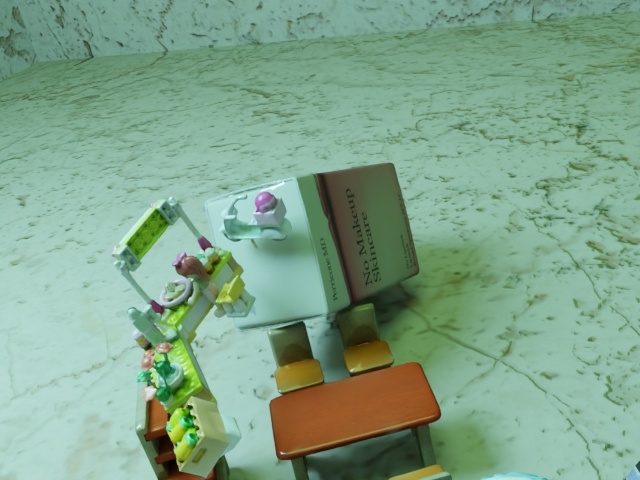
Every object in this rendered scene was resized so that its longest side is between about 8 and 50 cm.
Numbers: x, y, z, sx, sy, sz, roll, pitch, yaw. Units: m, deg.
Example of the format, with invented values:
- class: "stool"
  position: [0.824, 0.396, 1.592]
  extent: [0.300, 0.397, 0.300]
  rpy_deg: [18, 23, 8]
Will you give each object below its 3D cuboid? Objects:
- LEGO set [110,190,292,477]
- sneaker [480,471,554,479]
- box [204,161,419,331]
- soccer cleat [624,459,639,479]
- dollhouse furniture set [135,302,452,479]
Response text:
- class: "LEGO set"
  position: [-0.121, 0.055, 0.648]
  extent: [0.132, 0.107, 0.287]
  rpy_deg: [-14, 38, 24]
- class: "sneaker"
  position: [0.087, 0.242, 0.499]
  extent: [0.229, 0.087, 0.092]
  rpy_deg: [-48, 26, 21]
- class: "box"
  position: [0.000, 0.000, 0.873]
  extent: [0.126, 0.149, 0.232]
  rpy_deg: [-13, 2, 32]
- class: "soccer cleat"
  position: [0.229, 0.218, 0.545]
  extent: [0.248, 0.095, 0.083]
  rpy_deg: [-35, 38, -32]
- class: "dollhouse furniture set"
  position: [-0.022, 0.169, 0.692]
  extent: [0.259, 0.135, 0.262]
  rpy_deg: [-15, 29, -4]
